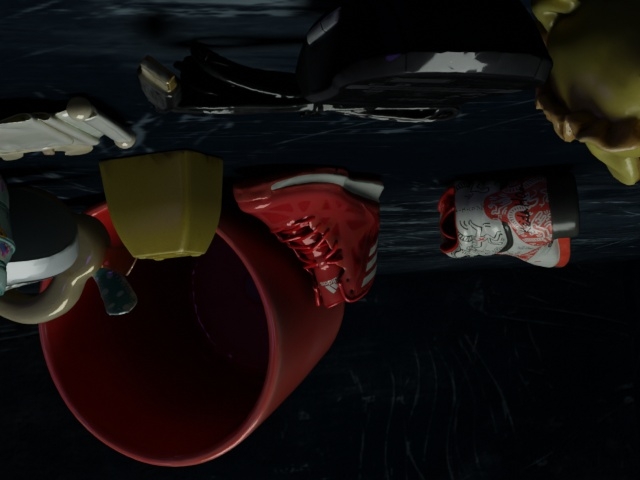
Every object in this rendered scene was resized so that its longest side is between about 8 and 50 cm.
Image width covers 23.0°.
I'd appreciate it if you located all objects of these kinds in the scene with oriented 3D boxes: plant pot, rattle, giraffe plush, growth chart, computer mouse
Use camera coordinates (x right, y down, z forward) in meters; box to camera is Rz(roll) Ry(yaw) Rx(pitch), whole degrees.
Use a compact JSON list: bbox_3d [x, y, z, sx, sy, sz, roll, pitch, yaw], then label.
[{"bbox_3d":[-0.111,0.070,1.618,0.275,0.274,0.243,-7,-175,27],"label":"plant pot"},{"bbox_3d":[-0.129,-0.027,1.315,0.081,0.083,0.081,-6,176,18],"label":"plant pot"},{"bbox_3d":[-0.214,0.013,1.434,0.200,0.130,0.143,-3,170,25],"label":"rattle"},{"bbox_3d":[0.183,-0.073,0.729,0.210,0.181,0.170,-14,-158,-31],"label":"giraffe plush"},{"bbox_3d":[-0.247,-0.069,1.061,0.237,0.021,0.172,-4,176,-4],"label":"growth chart"},{"bbox_3d":[0.002,-0.098,0.782,0.184,0.060,0.262,1,179,-7],"label":"computer mouse"}]

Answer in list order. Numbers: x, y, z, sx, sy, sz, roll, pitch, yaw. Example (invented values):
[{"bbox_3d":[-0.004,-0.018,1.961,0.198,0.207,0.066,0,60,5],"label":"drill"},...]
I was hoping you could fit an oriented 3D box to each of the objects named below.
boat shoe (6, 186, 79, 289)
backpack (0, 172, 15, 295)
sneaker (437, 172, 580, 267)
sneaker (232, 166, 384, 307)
[{"bbox_3d":[-0.353,0.026,1.347,0.306,0.105,0.113,-4,-142,1],"label":"boat shoe"},{"bbox_3d":[-0.323,-0.005,1.207,0.182,0.115,0.152,-8,172,10],"label":"backpack"},{"bbox_3d":[0.202,-0.020,1.726,0.145,0.090,0.270,-4,172,5],"label":"sneaker"},{"bbox_3d":[0.000,0.000,1.499,0.087,0.128,0.221,-8,175,35],"label":"sneaker"}]
